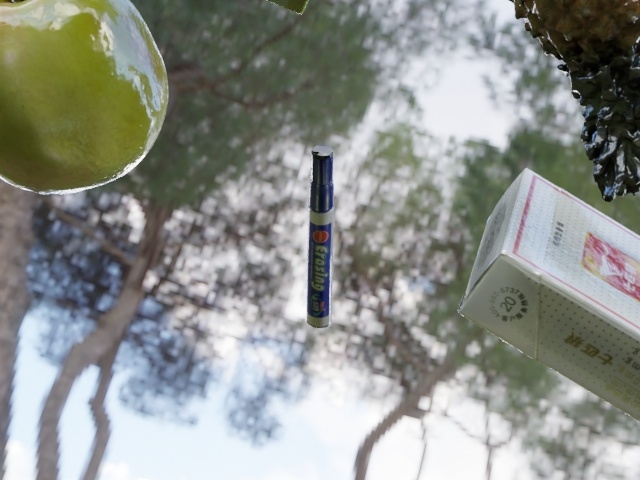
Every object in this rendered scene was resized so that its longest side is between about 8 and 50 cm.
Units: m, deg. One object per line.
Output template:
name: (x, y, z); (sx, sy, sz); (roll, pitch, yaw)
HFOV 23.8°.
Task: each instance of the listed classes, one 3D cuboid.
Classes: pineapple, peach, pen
pineapple: (0.269, -0.217, 1.462); (0.202, 0.362, 0.202); (-7, 5, 1)
peach: (-0.347, -0.216, 1.985); (0.281, 0.314, 0.316); (-12, -65, 20)
pen: (0.000, 0.000, 1.328); (0.025, 0.025, 0.204); (10, -46, 10)

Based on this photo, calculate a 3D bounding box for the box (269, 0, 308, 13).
box: (-0.133, -0.307, 1.084); (0.335, 0.187, 0.047); (23, -26, -6)

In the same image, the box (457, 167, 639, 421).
box: (0.319, 0.078, 1.596); (0.330, 0.210, 0.095); (32, -60, -3)
